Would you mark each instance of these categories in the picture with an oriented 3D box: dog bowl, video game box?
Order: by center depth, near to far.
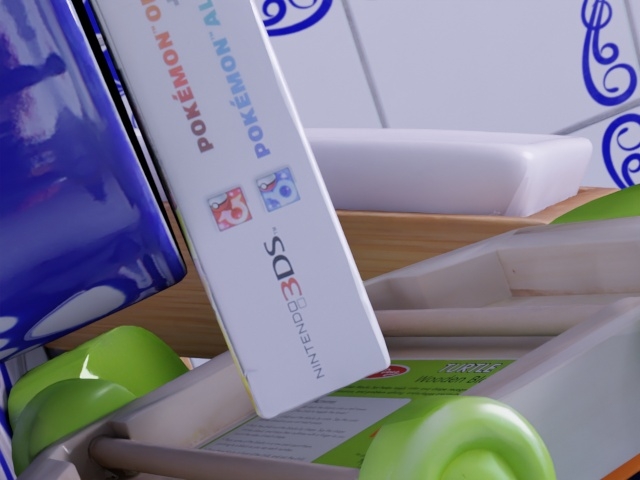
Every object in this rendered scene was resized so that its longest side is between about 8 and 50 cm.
[{"bbox_3d":[-0.134,-0.089,0.457,0.265,0.104,0.265,158,-90,-86],"label":"dog bowl"},{"bbox_3d":[-0.043,-0.053,0.520,0.205,0.048,0.187,-135,-154,-80],"label":"video game box"}]

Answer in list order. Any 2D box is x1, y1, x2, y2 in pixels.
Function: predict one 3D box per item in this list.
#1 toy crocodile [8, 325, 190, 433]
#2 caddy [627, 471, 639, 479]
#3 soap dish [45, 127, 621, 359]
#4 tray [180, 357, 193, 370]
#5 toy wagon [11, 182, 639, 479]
[{"bbox_3d":[-0.045,0.186,0.785,0.105,0.115,0.340,-68,141,-59],"label":"toy crocodile"},{"bbox_3d":[0.050,0.182,0.597,0.179,0.241,0.341,64,-17,-10],"label":"caddy"},{"bbox_3d":[0.000,0.000,0.838,0.229,0.291,0.118,-16,108,-71],"label":"soap dish"},{"bbox_3d":[-0.124,0.090,1.039,0.203,0.076,0.411,-136,-155,-79],"label":"tray"},{"bbox_3d":[0.050,0.043,0.566,0.267,0.344,0.068,-5,-72,58],"label":"toy wagon"}]
